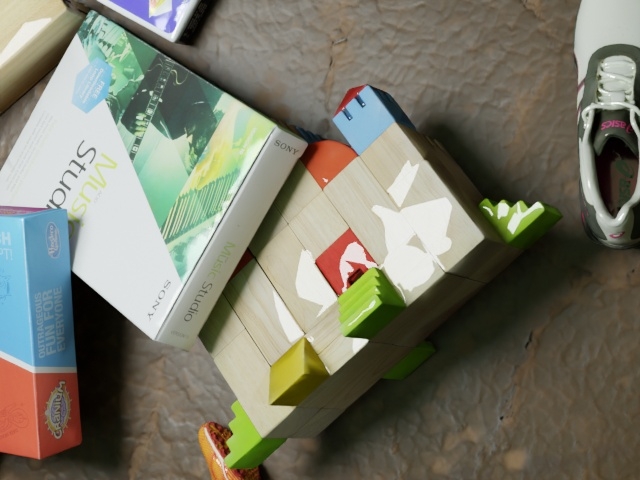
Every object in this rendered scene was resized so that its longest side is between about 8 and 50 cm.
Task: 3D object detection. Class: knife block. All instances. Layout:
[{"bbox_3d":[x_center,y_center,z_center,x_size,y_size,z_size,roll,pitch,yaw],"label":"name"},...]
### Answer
[{"bbox_3d":[-0.390,-0.152,1.504,0.276,0.088,0.242,7,90,15],"label":"knife block"}]

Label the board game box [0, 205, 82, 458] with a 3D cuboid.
[{"bbox_3d":[-0.390,0.080,1.438,0.317,0.064,0.242,4,101,31],"label":"board game box"}]

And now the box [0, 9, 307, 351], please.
[{"bbox_3d":[-0.182,-0.068,1.394,0.322,0.058,0.232,34,97,38],"label":"box"}]

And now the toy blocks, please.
[{"bbox_3d":[0.000,0.000,1.357,0.381,0.191,0.261,-43,64,18],"label":"toy blocks"}]

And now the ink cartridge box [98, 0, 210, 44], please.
[{"bbox_3d":[-0.181,-0.340,1.477,0.208,0.045,0.206,31,96,14],"label":"ink cartridge box"}]

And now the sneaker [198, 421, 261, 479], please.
[{"bbox_3d":[-0.084,0.264,1.412,0.067,0.064,0.175,-33,76,22],"label":"sneaker"}]

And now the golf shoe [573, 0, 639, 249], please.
[{"bbox_3d":[0.284,-0.128,1.301,0.105,0.120,0.272,-3,85,17],"label":"golf shoe"}]
